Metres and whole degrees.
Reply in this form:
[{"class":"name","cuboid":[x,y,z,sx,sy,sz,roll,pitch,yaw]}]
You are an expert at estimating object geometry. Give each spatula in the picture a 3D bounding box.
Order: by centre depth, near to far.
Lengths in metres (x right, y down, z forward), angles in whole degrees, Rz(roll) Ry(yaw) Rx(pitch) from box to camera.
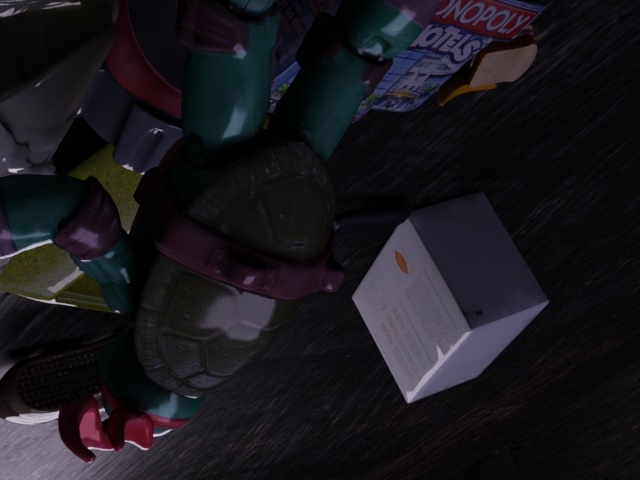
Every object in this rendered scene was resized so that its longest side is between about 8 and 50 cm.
[{"class":"spatula","cuboid":[0.000,0.000,0.826,0.084,0.030,0.296,-41,170,31]}]

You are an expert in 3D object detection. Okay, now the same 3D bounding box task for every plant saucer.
[{"class":"plant saucer","cuboid":[-0.101,-0.011,0.663,0.188,0.045,0.188,-35,167,6]}]

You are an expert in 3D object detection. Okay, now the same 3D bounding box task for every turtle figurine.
[{"class":"turtle figurine","cuboid":[-0.043,-0.016,0.369,0.234,0.118,0.175,-60,158,16]}]

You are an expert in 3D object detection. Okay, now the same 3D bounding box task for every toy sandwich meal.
[{"class":"toy sandwich meal","cuboid":[0.109,-0.124,0.738,0.085,0.029,0.085,-24,159,-10]}]

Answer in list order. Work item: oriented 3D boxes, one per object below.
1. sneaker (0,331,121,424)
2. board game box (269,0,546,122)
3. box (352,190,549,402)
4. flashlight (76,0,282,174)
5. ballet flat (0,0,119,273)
[{"class":"sneaker","cuboid":[-0.188,0.116,0.900,0.188,0.066,0.071,-1,163,-41]},{"class":"board game box","cuboid":[0.067,-0.147,0.591,0.194,0.060,0.194,-1,147,-50]},{"class":"box","cuboid":[0.119,0.057,1.025,0.091,0.130,0.170,-16,156,-27]},{"class":"flashlight","cuboid":[-0.015,-0.145,0.422,0.103,0.103,0.304,26,140,-17]},{"class":"ballet flat","cuboid":[-0.132,-0.096,0.345,0.147,0.147,0.409,-23,159,-12]}]
